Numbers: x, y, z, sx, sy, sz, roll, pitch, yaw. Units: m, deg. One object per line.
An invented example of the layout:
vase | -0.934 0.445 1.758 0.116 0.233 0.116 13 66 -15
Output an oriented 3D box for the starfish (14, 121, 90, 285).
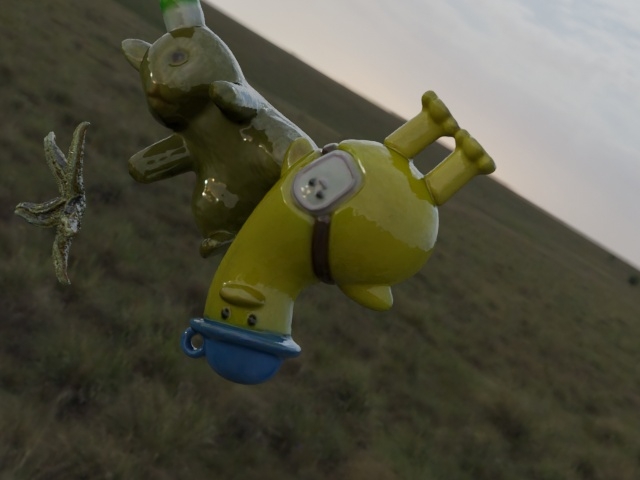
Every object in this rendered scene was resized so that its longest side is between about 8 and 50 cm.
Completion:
starfish | -0.302 -0.060 1.183 0.053 0.176 0.208 3 35 -35

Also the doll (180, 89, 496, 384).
doll | 0.000 0.000 1.012 0.199 0.363 0.145 54 7 21

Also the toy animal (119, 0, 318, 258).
toy animal | -0.143 -0.156 1.175 0.363 0.181 0.180 51 30 -7
